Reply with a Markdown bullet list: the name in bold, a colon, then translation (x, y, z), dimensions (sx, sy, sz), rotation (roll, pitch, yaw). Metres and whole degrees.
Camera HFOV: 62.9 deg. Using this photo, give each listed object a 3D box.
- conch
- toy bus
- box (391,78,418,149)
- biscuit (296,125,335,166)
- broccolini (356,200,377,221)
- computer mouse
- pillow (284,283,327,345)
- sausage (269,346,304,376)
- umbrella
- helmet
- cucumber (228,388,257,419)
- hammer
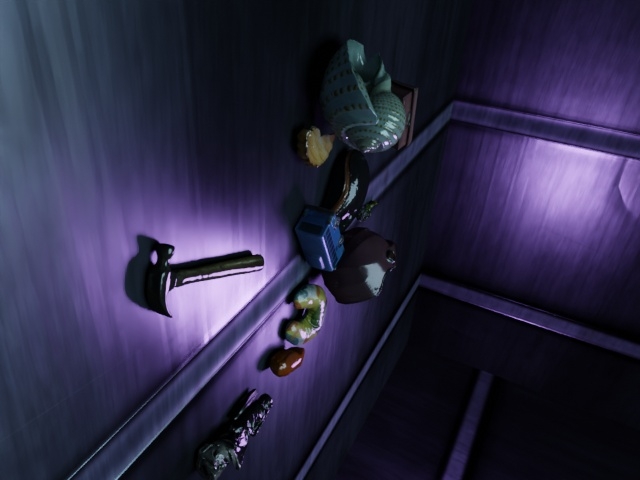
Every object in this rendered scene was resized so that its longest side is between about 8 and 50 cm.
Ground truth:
- **conch**: translation (0.106, -0.413, 1.541), dimensions (0.303, 0.215, 0.319), rotation (29, 40, -49)
- **toy bus**: translation (0.000, 0.000, 1.752), dimensions (0.234, 0.116, 0.134), rotation (73, 38, -54)
- **box**: translation (0.213, -0.443, 1.787), dimensions (0.086, 0.215, 0.215), rotation (-40, 145, -37)
- **biscuit**: translation (-0.025, -0.277, 1.544), dimensions (0.183, 0.061, 0.118), rotation (-3, 111, -65)
- **broccolini**: translation (0.208, -0.138, 2.229), dimensions (0.058, 0.067, 0.216), rotation (-39, 178, 33)
- **computer mouse**: translation (0.097, -0.164, 1.862), dimensions (0.183, 0.116, 0.324), rotation (14, 94, -65)
- **pillow**: translation (-0.055, 0.268, 1.890), dimensions (0.214, 0.086, 0.234), rotation (3, 107, -57)
- **sausage**: translation (-0.117, 0.422, 1.840), dimensions (0.179, 0.089, 0.089), rotation (-12, 118, -60)
- **umbrella**: translation (-0.247, 0.603, 1.636), dimensions (0.357, 0.106, 0.113), rotation (-37, 136, -56)
- **helmet**: translation (0.125, 0.064, 1.954), dimensions (0.197, 0.270, 0.338), rotation (49, 56, -31)
- **cucumber**: translation (-0.246, 0.521, 1.670), dimensions (0.135, 0.033, 0.034), rotation (-37, 134, -57)
- **hammer**: translation (-0.257, 0.074, 1.272), dimensions (0.440, 0.044, 0.168), rotation (-11, 116, -66)
